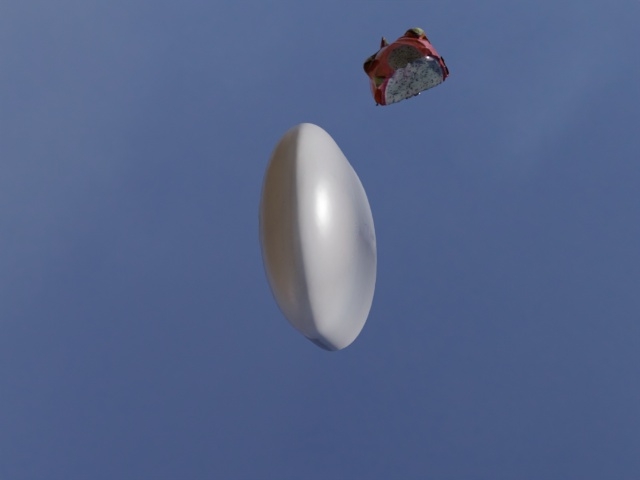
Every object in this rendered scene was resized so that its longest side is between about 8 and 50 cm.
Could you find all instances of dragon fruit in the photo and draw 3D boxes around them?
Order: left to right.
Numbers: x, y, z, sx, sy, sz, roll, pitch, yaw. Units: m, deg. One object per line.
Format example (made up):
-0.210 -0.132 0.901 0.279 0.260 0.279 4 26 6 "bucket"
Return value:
0.081 -0.179 1.844 0.083 0.056 0.060 -24 -130 -8 "dragon fruit"

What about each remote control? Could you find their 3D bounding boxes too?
0.000 0.000 1.960 0.103 0.332 0.221 -2 -102 11 "remote control"
